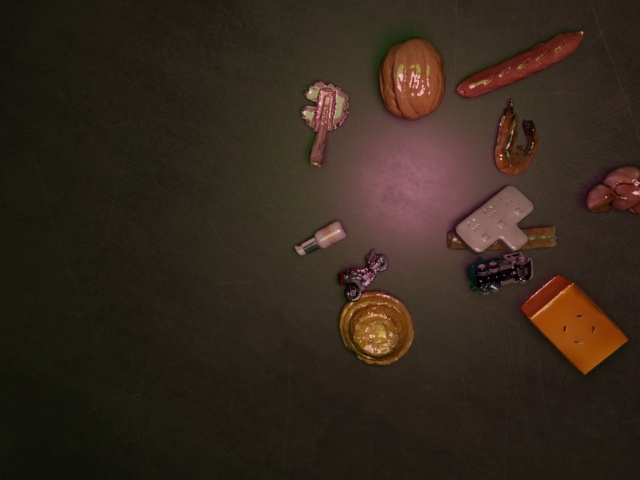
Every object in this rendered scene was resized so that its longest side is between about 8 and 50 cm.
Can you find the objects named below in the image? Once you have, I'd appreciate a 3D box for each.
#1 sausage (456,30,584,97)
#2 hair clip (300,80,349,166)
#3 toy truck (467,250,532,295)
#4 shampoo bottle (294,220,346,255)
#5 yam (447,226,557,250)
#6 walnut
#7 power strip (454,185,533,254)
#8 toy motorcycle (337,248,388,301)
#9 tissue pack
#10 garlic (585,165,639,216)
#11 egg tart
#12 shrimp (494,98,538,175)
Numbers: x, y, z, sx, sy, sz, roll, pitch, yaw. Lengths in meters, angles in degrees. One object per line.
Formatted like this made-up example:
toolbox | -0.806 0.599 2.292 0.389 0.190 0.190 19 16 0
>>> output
sausage | 0.667 -0.583 1.591 0.432 0.088 0.088 -23 95 10
hair clip | 0.005 -0.406 1.692 0.172 0.069 0.301 11 89 3
toy truck | 0.621 0.104 1.678 0.215 0.116 0.110 -15 114 1
shampoo bottle | 0.000 0.000 1.752 0.192 0.074 0.074 -29 94 9
yam | 0.641 -0.003 1.684 0.370 0.083 0.083 -3 98 8
walnut | 0.301 -0.528 1.575 0.224 0.225 0.261 -6 110 7
power strip | 0.616 -0.047 1.628 0.264 0.059 0.194 -38 70 -5
toy motorcycle | 0.149 0.120 1.752 0.122 0.082 0.213 42 86 10
tissue pack | 0.874 0.291 1.667 0.194 0.145 0.274 -44 91 9
garlic | 1.010 -0.171 1.581 0.213 0.191 0.160 10 75 16
egg tart | 0.204 0.334 1.762 0.289 0.115 0.291 1 99 8
shrimp | 0.681 -0.351 1.635 0.145 0.059 0.255 9 100 2
